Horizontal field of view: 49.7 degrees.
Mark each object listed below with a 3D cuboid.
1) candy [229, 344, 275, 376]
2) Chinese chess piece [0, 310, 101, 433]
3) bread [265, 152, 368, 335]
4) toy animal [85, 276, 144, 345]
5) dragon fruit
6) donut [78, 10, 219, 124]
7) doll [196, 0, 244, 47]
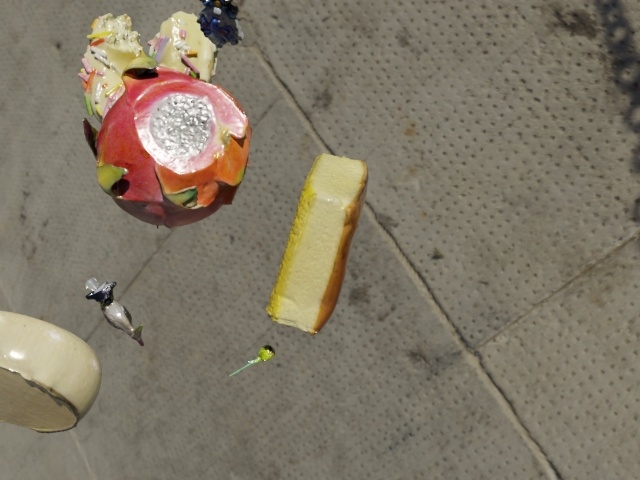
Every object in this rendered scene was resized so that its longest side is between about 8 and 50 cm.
[{"bbox_3d":[-0.163,0.286,1.626,0.122,0.035,0.035,-31,90,-3],"label":"candy"},{"bbox_3d":[-0.480,0.214,1.107,0.249,0.249,0.103,-25,39,37],"label":"Chinese chess piece"},{"bbox_3d":[0.000,0.000,1.546,0.143,0.324,0.333,17,115,-1],"label":"bread"},{"bbox_3d":[-0.476,0.168,1.617,0.202,0.070,0.105,52,156,-8],"label":"toy animal"},{"bbox_3d":[-0.253,-0.168,1.189,0.291,0.290,0.189,60,162,14],"label":"dragon fruit"},{"bbox_3d":[-0.405,-0.370,1.569,0.371,0.150,0.308,14,95,35],"label":"donut"},{"bbox_3d":[-0.189,-0.413,1.290,0.095,0.195,0.070,21,75,-2],"label":"doll"}]
